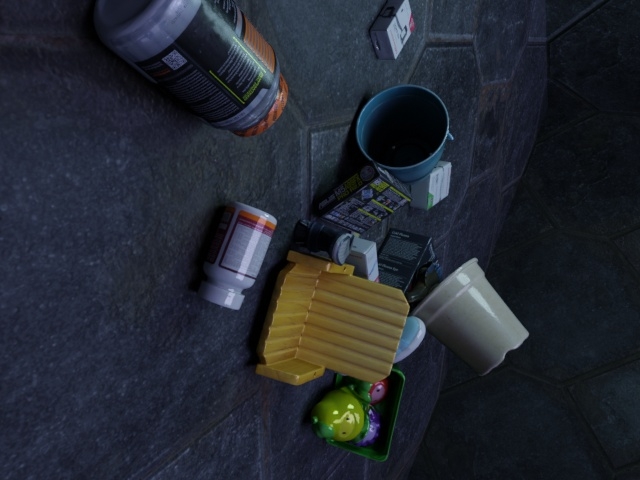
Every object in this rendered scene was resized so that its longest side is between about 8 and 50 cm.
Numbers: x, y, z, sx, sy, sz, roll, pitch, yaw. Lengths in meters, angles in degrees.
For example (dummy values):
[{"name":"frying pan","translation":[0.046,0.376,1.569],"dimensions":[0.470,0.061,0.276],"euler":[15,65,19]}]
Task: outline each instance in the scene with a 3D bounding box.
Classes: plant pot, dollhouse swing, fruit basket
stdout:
[{"name":"plant pot","translation":[0.268,-0.305,1.488],"dimensions":[0.272,0.271,0.255],"euler":[-69,160,-8]},{"name":"plant pot","translation":[0.526,0.284,1.632],"dimensions":[0.333,0.305,0.334],"euler":[-35,159,-16]},{"name":"dollhouse swing","translation":[0.050,0.245,1.323],"dimensions":[0.315,0.304,0.347],"euler":[15,92,-67]},{"name":"fruit basket","translation":[0.134,0.616,1.704],"dimensions":[0.392,0.282,0.392],"euler":[13,90,-75]}]

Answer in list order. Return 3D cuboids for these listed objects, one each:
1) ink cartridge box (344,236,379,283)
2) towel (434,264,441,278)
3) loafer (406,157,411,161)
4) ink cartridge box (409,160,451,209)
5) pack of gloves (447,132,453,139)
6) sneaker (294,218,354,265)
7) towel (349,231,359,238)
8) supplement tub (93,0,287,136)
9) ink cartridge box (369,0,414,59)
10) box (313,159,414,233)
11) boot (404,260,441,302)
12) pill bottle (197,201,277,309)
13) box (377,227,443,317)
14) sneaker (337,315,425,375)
[{"name":"ink cartridge box","translation":[0.117,0.079,1.531],"dimensions":[0.072,0.127,0.175],"euler":[-44,138,-40]},{"name":"towel","translation":[0.429,0.154,1.797],"dimensions":[0.119,0.029,0.067],"euler":[-50,140,-34]},{"name":"loafer","translation":[0.345,-0.353,1.719],"dimensions":[0.084,0.096,0.268],"euler":[15,93,-52]},{"name":"ink cartridge box","translation":[0.455,-0.233,1.940],"dimensions":[0.208,0.086,0.153],"euler":[-30,127,-47]},{"name":"pack of gloves","translation":[0.340,-0.415,1.582],"dimensions":[0.046,0.232,0.195],"euler":[-50,147,9]},{"name":"sneaker","translation":[0.000,0.002,1.268],"dimensions":[0.226,0.163,0.086],"euler":[-22,129,-81]},{"name":"towel","translation":[0.112,-0.014,1.592],"dimensions":[0.060,0.009,0.083],"euler":[34,76,-57]},{"name":"supplement tub","translation":[-0.200,-0.322,0.810],"dimensions":[0.316,0.193,0.194],"euler":[36,74,-56]},{"name":"ink cartridge box","translation":[0.218,-0.640,1.421],"dimensions":[0.151,0.063,0.109],"euler":[-61,146,-19]},{"name":"box","translation":[0.136,-0.120,1.414],"dimensions":[0.216,0.060,0.270],"euler":[-35,155,21]},{"name":"boot","translation":[0.349,0.148,1.660],"dimensions":[0.219,0.082,0.106],"euler":[-18,94,-46]},{"name":"pill bottle","translation":[-0.189,0.034,1.053],"dimensions":[0.121,0.121,0.221],"euler":[29,80,-57]},{"name":"box","translation":[0.325,0.183,1.846],"dimensions":[0.313,0.178,0.343],"euler":[-60,145,-23]},{"name":"sneaker","translation":[0.169,0.345,1.571],"dimensions":[0.365,0.135,0.150],"euler":[-30,137,14]}]
